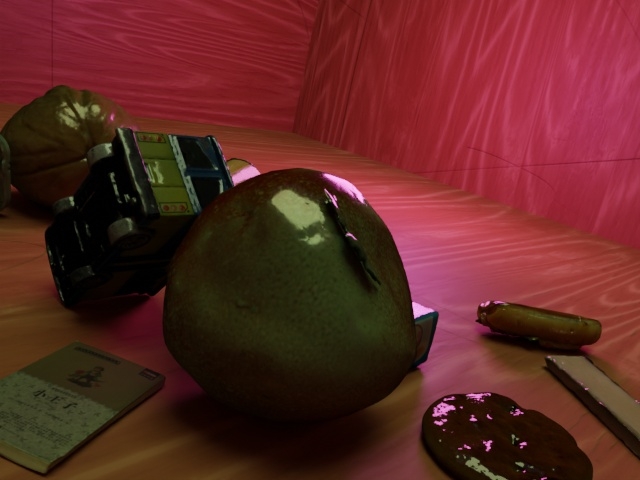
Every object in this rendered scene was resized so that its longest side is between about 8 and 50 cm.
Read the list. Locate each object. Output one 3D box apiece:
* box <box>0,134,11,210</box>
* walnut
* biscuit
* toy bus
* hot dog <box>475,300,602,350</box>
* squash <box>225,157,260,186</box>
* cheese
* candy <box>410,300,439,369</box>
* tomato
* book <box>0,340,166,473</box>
[{"bbox_3d":[-0.744,-0.121,1.046,0.312,0.175,0.182,12,25,-4],"label":"box"},{"bbox_3d":[-0.528,-0.193,1.263,0.313,0.277,0.252,23,-19,52],"label":"walnut"},{"bbox_3d":[0.229,0.250,0.737,0.212,0.036,0.212,11,16,-3],"label":"biscuit"},{"bbox_3d":[-0.262,-0.024,0.842,0.175,0.288,0.138,-5,67,-46],"label":"toy bus"},{"bbox_3d":[0.421,0.165,1.127,0.250,0.076,0.104,13,-4,-11],"label":"hot dog"},{"bbox_3d":[-0.267,-0.149,1.568,0.137,0.137,0.287,19,19,20],"label":"squash"},{"bbox_3d":[0.460,0.273,0.854,0.085,0.034,0.400,4,17,-13],"label":"cheese"},{"bbox_3d":[0.015,0.109,0.946,0.306,0.100,0.157,26,20,35],"label":"candy"},{"bbox_3d":[-0.033,0.061,0.689,0.303,0.303,0.239,15,-6,9],"label":"tomato"},{"bbox_3d":[-0.282,0.171,0.648,0.138,0.016,0.199,17,16,14],"label":"book"}]
